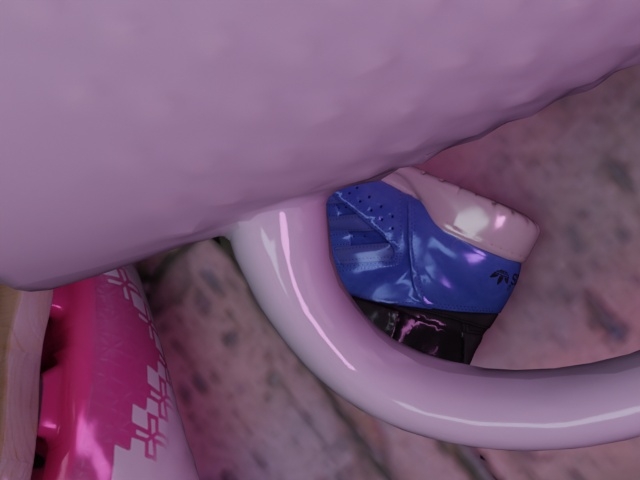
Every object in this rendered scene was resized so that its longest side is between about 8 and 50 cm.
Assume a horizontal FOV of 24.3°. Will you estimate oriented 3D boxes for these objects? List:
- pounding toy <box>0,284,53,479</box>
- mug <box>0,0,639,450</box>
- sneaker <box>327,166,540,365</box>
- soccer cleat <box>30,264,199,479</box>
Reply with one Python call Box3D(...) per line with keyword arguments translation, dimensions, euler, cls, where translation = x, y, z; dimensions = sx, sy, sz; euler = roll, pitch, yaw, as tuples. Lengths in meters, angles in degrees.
Box3D(translation=(-0.233, 0.049, 0.595), dimensions=(0.269, 0.154, 0.154), euler=(6, 80, 54), cls="pounding toy")
Box3D(translation=(0.038, -0.121, 0.438), dimensions=(0.328, 0.276, 0.374), euler=(-19, 92, 7), cls="mug")
Box3D(translation=(0.000, 0.000, 0.578), dimensions=(0.152, 0.058, 0.085), euler=(25, 95, 11), cls="sneaker")
Box3D(translation=(-0.077, 0.155, 0.608), dimensions=(0.116, 0.143, 0.331), euler=(-24, 63, 50), cls="soccer cleat")
